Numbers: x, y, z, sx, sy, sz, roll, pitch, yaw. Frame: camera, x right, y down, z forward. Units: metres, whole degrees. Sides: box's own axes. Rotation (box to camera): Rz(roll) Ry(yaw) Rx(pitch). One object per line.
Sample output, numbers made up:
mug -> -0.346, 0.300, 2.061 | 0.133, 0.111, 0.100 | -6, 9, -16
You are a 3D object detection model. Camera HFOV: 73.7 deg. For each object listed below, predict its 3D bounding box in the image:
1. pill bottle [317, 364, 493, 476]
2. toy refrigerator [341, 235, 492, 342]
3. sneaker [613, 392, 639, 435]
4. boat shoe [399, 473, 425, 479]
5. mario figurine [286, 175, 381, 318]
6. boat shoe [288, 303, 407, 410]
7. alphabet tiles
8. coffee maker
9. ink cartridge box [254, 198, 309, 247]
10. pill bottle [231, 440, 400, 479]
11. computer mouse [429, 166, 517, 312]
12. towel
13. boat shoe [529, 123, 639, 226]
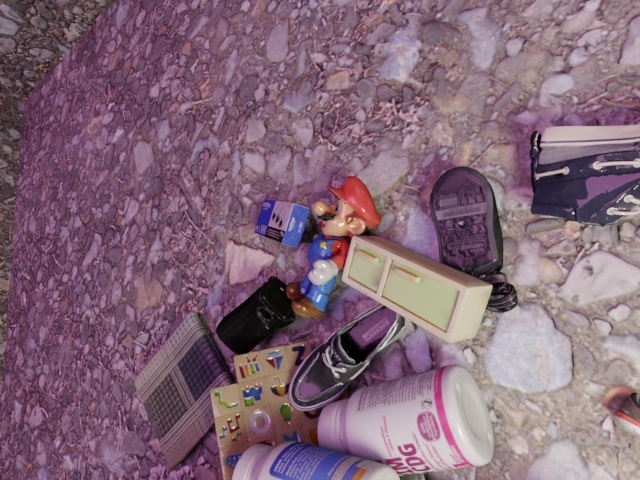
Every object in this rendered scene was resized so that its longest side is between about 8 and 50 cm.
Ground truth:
pill bottle -> 0.145, 0.337, 0.776 | 0.283, 0.161, 0.160 | -27, 65, 30
toy refrigerator -> 0.165, 0.079, 0.803 | 0.270, 0.094, 0.102 | 28, 110, 46
sneaker -> 0.509, 0.269, 0.596 | 0.158, 0.061, 0.064 | 25, 88, 36
boat shoe -> 0.069, 0.522, 0.761 | 0.303, 0.114, 0.091 | -27, 97, 1
mario figurine -> 0.000, 0.000, 0.954 | 0.198, 0.170, 0.320 | 31, 100, 34
boat shoe -> 0.047, 0.232, 0.858 | 0.301, 0.102, 0.108 | -39, 67, 3
alphabet tiles -> -0.064, 0.389, 0.879 | 0.011, 0.286, 0.342 | 115, 143, -61
coffee maker -> -0.164, 0.188, 1.027 | 0.178, 0.171, 0.120 | -42, 75, 23
ink cartridge box -> -0.102, -0.047, 1.063 | 0.207, 0.046, 0.097 | 16, 89, 63
pill bottle -> -0.015, 0.426, 0.712 | 0.272, 0.152, 0.152 | -5, 77, 36
computer mouse -> 0.278, -0.003, 0.823 | 0.189, 0.072, 0.271 | -3, 88, 37
towel -> -0.386, 0.419, 1.217 | 0.324, 0.056, 0.312 | -48, 60, 15
boat shoe -> 0.500, -0.094, 0.658 | 0.341, 0.127, 0.157 | 9, 91, 45
